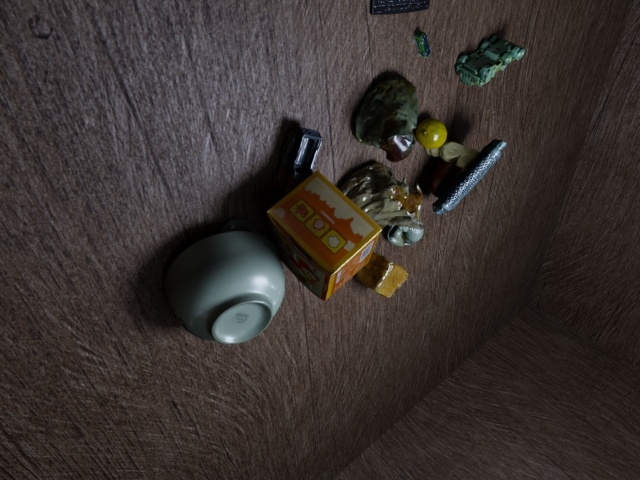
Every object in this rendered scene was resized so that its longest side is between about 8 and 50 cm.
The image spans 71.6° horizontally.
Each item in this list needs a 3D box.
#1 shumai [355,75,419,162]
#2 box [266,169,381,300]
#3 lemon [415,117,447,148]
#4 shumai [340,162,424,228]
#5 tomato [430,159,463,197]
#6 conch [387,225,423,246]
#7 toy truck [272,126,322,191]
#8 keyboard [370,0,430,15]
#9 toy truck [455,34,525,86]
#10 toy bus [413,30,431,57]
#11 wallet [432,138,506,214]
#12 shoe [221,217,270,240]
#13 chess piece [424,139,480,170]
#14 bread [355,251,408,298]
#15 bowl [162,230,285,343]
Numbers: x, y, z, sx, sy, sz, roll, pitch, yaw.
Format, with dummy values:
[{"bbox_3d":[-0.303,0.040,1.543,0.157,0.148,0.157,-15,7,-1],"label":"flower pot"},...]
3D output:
[{"bbox_3d":[0.259,-0.382,1.412,0.272,0.204,0.222,-54,142,-6],"label":"shumai"},{"bbox_3d":[0.000,0.000,1.309,0.214,0.259,0.283,-43,166,-18],"label":"box"},{"bbox_3d":[0.406,-0.389,1.623,0.133,0.109,0.109,5,114,-50],"label":"lemon"},{"bbox_3d":[0.214,-0.100,1.524,0.314,0.262,0.267,-31,135,-24],"label":"shumai"},{"bbox_3d":[0.505,-0.270,1.820,0.174,0.082,0.166,-49,156,4],"label":"tomato"},{"bbox_3d":[0.343,-0.041,1.818,0.153,0.102,0.135,24,114,-17],"label":"conch"},{"bbox_3d":[-0.064,-0.232,1.279,0.083,0.092,0.192,0,118,-46],"label":"toy truck"},{"bbox_3d":[0.241,-0.709,1.299,0.251,0.017,0.087,-24,131,-33],"label":"keyboard"},{"bbox_3d":[0.621,-0.645,1.648,0.260,0.128,0.135,-34,150,-24],"label":"toy truck"},{"bbox_3d":[0.330,-0.631,1.428,0.031,0.037,0.083,-50,142,-7],"label":"toy bus"},{"bbox_3d":[0.569,-0.237,1.697,0.342,0.075,0.237,-49,176,19],"label":"wallet"},{"bbox_3d":[-0.205,0.000,1.319,0.079,0.078,0.195,-54,145,1],"label":"shoe"},{"bbox_3d":[0.500,-0.336,1.682,0.090,0.200,0.090,-24,132,-30],"label":"chess piece"},{"bbox_3d":[0.250,0.144,1.825,0.143,0.149,0.158,-57,141,-2],"label":"bread"},{"bbox_3d":[-0.246,0.165,1.247,0.354,0.185,0.353,-18,137,-17],"label":"bowl"}]
